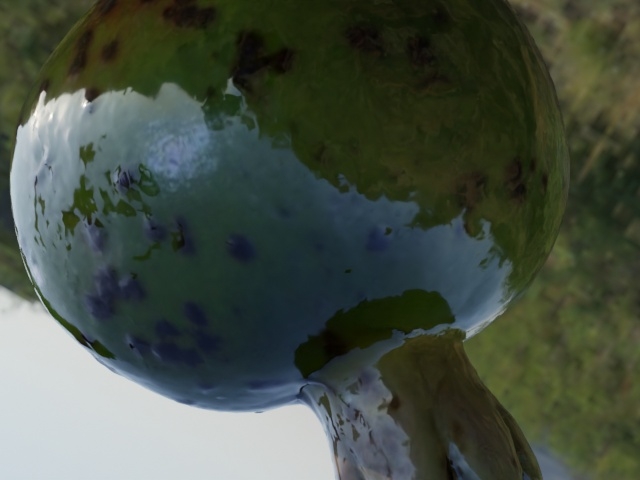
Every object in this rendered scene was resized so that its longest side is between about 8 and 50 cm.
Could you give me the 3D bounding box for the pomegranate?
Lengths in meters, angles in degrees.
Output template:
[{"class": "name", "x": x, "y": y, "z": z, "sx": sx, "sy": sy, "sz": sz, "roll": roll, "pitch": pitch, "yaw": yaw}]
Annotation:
[{"class": "pomegranate", "x": 0.000, "y": 0.000, "z": 0.620, "sx": 0.202, "sy": 0.202, "sz": 0.248, "roll": 33, "pitch": -145, "yaw": -71}]
